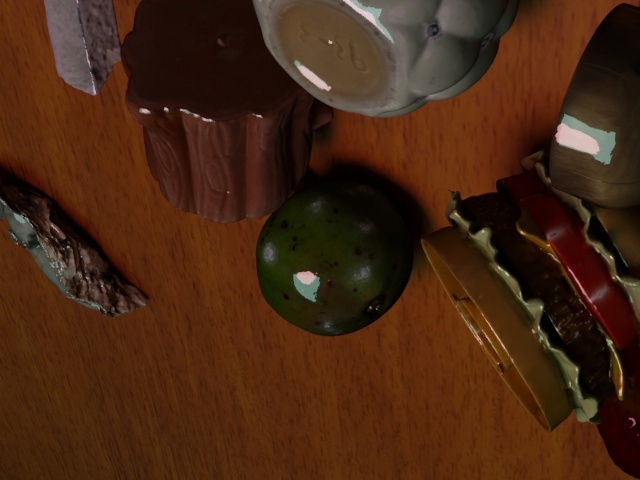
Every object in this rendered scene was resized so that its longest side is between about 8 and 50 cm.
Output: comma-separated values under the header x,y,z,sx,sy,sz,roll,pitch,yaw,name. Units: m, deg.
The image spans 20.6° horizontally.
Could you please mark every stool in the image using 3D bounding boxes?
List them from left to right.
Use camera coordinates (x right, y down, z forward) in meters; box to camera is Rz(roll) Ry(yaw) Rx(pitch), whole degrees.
x,y,z,sx,sy,sz,roll,pitch,yaw,name
0.354,-0.079,1.527,0.264,0.179,0.179,24,146,20,stool

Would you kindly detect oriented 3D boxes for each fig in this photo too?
x,y,z,sx,sy,sz,roll,pitch,yaw,name
0.391,0.214,1.892,0.190,0.191,0.290,18,144,28,fig

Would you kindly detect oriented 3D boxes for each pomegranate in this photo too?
x,y,z,sx,sy,sz,roll,pitch,yaw,name
-0.001,-0.001,2.007,0.225,0.187,0.187,52,159,32,pomegranate

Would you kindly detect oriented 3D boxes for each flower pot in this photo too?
x,y,z,sx,sy,sz,roll,pitch,yaw,name
0.058,-0.231,1.600,0.246,0.195,0.246,26,148,18,flower pot

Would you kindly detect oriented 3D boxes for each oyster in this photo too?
x,y,z,sx,sy,sz,roll,pitch,yaw,name
-0.372,0.009,2.440,0.252,0.087,0.199,32,159,21,oyster

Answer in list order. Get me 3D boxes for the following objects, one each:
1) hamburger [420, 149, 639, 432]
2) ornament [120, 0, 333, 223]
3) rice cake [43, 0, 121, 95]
x,y,z,sx,sy,sz,roll,pitch,yaw,name
0.246,0.036,1.728,0.274,0.212,0.274,56,178,2,hamburger
-0.107,-0.148,1.883,0.221,0.235,0.218,51,159,26,ornament
-0.265,-0.330,1.816,0.072,0.056,0.365,10,120,39,rice cake
